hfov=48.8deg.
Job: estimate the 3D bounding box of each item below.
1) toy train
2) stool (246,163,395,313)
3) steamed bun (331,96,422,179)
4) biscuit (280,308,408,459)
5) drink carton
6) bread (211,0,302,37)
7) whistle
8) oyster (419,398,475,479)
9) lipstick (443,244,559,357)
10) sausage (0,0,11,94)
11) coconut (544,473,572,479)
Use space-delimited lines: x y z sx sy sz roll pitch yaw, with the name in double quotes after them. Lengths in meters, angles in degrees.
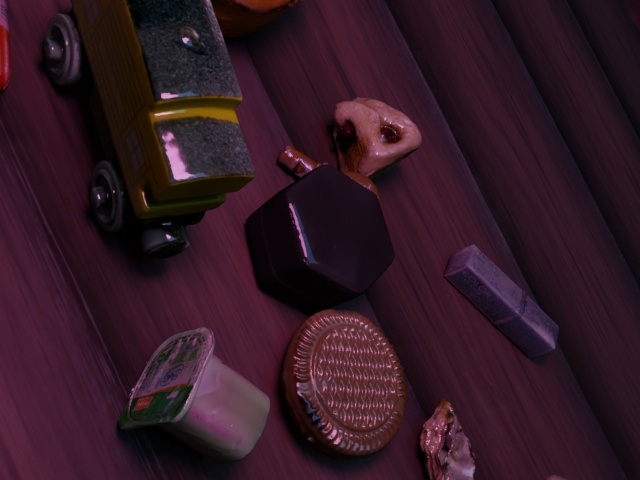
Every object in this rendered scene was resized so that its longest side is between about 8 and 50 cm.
-0.239 -0.206 0.977 0.179 0.272 0.441 -10 76 -40 "toy train"
0.000 0.000 1.171 0.232 0.141 0.232 19 57 -33 "stool"
0.090 -0.203 1.354 0.172 0.141 0.155 -31 87 -41 "steamed bun"
0.042 0.229 1.137 0.259 0.079 0.259 18 59 -34 "biscuit"
-0.154 0.215 0.943 0.142 0.146 0.144 42 48 -28 "drink carton"
-0.163 -0.540 1.223 0.399 0.215 0.397 11 71 -33 "bread"
0.020 -0.099 1.276 0.220 0.107 0.057 33 42 -6 "whistle"
0.216 0.399 1.220 0.133 0.072 0.208 -33 112 -51 "oyster"
0.381 0.127 1.479 0.290 0.077 0.076 41 49 -17 "lipstick"
-0.467 -0.300 0.968 0.074 0.074 0.273 1 70 -40 "sausage"
0.435 0.539 1.223 0.233 0.245 0.233 -29 126 -51 "coconut"
